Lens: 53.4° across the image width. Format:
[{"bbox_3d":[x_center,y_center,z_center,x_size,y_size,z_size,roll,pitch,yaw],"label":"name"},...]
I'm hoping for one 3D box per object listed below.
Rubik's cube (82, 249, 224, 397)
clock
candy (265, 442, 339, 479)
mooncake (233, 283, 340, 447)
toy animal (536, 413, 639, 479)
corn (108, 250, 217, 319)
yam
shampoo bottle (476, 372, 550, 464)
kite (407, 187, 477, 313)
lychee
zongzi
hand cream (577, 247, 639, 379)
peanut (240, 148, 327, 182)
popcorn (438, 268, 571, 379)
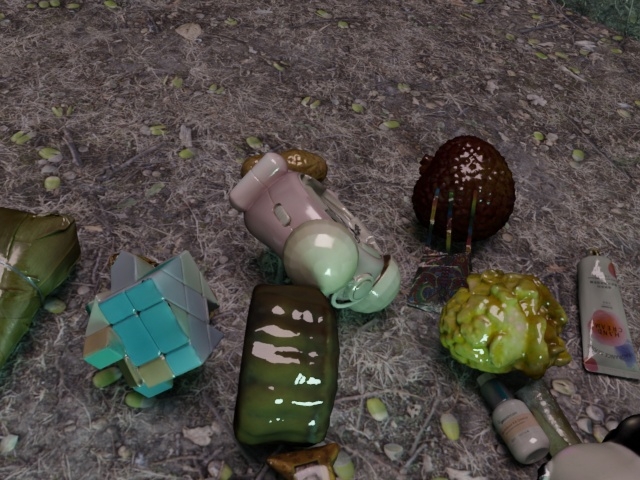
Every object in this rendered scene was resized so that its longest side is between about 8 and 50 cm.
[{"bbox_3d":[-0.321,0.148,1.162,0.213,0.265,0.224,-25,8,15],"label":"Rubik's cube"},{"bbox_3d":[0.000,0.000,1.333,0.326,0.184,0.342,46,15,33],"label":"clock"},{"bbox_3d":[0.008,0.463,1.016,0.143,0.101,0.271,-13,59,-8],"label":"candy"},{"bbox_3d":[-0.059,0.216,1.114,0.161,0.290,0.290,7,45,-6],"label":"mooncake"},{"bbox_3d":[0.510,0.419,1.048,0.309,0.251,0.251,-9,48,-27],"label":"toy animal"},{"bbox_3d":[-0.331,0.095,1.328,0.253,0.086,0.086,23,47,15],"label":"corn"},{"bbox_3d":[0.439,0.349,1.222,0.068,0.068,0.169,-8,47,-17],"label":"yam"},{"bbox_3d":[0.361,0.330,1.221,0.074,0.074,0.192,-9,43,-17],"label":"shampoo bottle"},{"bbox_3d":[0.286,0.022,1.417,0.152,0.286,0.015,8,2,1],"label":"kite"},{"bbox_3d":[0.345,-0.120,1.534,0.260,0.261,0.261,5,46,-5],"label":"lychee"},{"bbox_3d":[-0.701,0.093,1.217,0.356,0.174,0.393,9,51,5],"label":"zongzi"},{"bbox_3d":[0.642,0.154,1.449,0.124,0.078,0.341,10,50,-1],"label":"hand cream"},{"bbox_3d":[-0.091,-0.182,1.621,0.225,0.108,0.095,-4,52,-11],"label":"peanut"},{"bbox_3d":[0.367,0.164,1.272,0.259,0.259,0.212,2,87,-8],"label":"popcorn"}]
